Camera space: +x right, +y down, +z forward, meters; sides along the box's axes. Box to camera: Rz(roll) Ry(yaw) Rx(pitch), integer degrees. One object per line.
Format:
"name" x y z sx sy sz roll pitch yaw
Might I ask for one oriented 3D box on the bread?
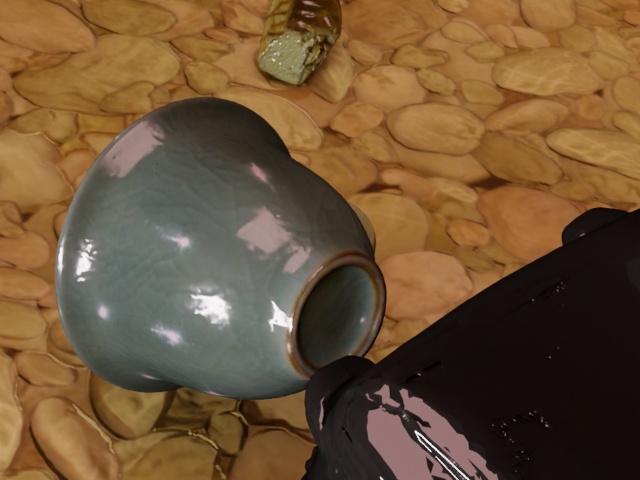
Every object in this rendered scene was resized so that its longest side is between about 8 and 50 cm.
"bread" -0.015 -0.187 1.232 0.066 0.060 0.110 -10 37 18

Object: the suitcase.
"suitcase" 0.186 0.167 0.826 0.345 0.188 0.339 -26 60 -37

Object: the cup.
"cup" -0.039 0.025 0.861 0.199 0.199 0.150 -27 34 -36

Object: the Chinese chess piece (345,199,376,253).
"Chinese chess piece" 0.000 0.000 1.048 0.084 0.034 0.084 8 43 -8
